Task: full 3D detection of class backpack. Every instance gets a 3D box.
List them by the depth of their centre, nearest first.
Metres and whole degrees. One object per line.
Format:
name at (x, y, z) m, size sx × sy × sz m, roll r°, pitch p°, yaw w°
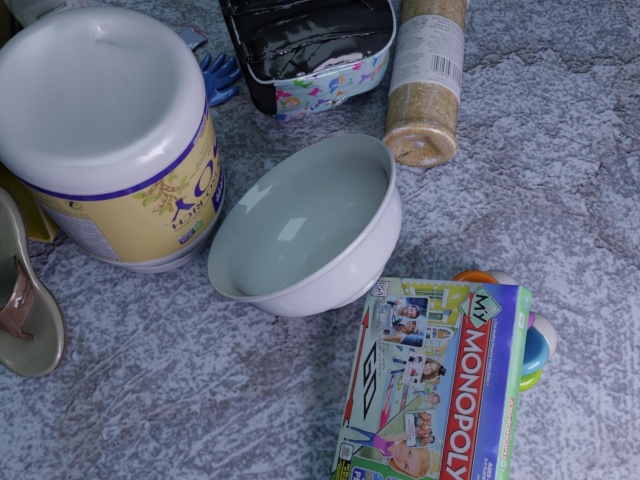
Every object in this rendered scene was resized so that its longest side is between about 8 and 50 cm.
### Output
backpack at (-0.011, -0.324, 0.961) m, size 0.254 × 0.191 × 0.225 m, roll -20°, pitch 72°, yaw -3°

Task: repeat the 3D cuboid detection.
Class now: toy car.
toy car at (0.238, 0.120, 0.815) m, size 0.159 × 0.136 × 0.182 m, roll -31°, pitch 72°, yaw -15°

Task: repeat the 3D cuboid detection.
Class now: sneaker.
sneaker at (-0.365, -0.309, 0.882) m, size 0.114 × 0.305 × 0.152 m, roll -34°, pitch 78°, yaw -9°

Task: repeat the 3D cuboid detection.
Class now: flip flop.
flip flop at (-0.424, 0.059, 0.793) m, size 0.112 × 0.080 × 0.276 m, roll -10°, pitch 102°, yaw -1°

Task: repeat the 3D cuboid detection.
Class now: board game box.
board game box at (0.131, 0.206, 0.738) m, size 0.214 × 0.046 × 0.317 m, roll 0°, pitch 72°, yaw 39°

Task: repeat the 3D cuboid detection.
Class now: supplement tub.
supplement tub at (-0.254, -0.105, 0.783) m, size 0.241 × 0.331 × 0.240 m, roll 1°, pitch 68°, yaw -2°

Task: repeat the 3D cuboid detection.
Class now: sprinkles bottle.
sprinkles bottle at (0.179, -0.302, 0.998) m, size 0.121 × 0.121 × 0.355 m, roll 9°, pitch 67°, yaw 1°

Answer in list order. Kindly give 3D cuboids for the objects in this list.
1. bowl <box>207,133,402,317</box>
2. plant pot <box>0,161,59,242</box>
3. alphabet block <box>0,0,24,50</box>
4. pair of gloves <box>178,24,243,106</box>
bowl at (0.000, 0.000, 0.827) m, size 0.298 × 0.134 × 0.297 m, roll -26°, pitch 36°, yaw 21°
plant pot at (-0.468, -0.151, 0.865) m, size 0.212 × 0.212 × 0.187 m, roll 11°, pitch 48°, yaw 4°
alphabet block at (-0.533, -0.408, 0.974) m, size 0.197 × 0.193 × 0.192 m, roll -37°, pitch 75°, yaw -16°
pair of gloves at (-0.238, -0.297, 1.032) m, size 0.198 × 0.023 × 0.159 m, roll 43°, pitch 72°, yaw 13°
